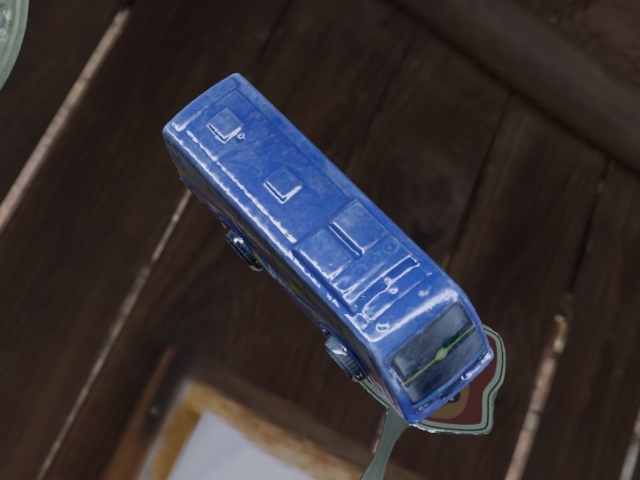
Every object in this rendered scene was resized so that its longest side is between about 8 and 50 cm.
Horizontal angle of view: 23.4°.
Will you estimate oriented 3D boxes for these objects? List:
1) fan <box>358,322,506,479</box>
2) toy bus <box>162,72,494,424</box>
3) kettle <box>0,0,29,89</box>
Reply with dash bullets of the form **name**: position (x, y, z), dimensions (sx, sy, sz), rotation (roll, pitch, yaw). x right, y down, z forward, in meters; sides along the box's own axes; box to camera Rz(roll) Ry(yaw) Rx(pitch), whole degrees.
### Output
- **fan**: position (0.061, 0.105, 1.080), dimensions (0.132, 0.220, 0.009), rotation (29, 131, -2)
- **toy bus**: position (-0.003, 0.001, 0.913), dimensions (0.236, 0.079, 0.094), rotation (45, 176, 33)
- **kettle**: position (-0.431, -0.119, 1.015), dimensions (0.376, 0.361, 0.250), rotation (-16, 95, 53)
